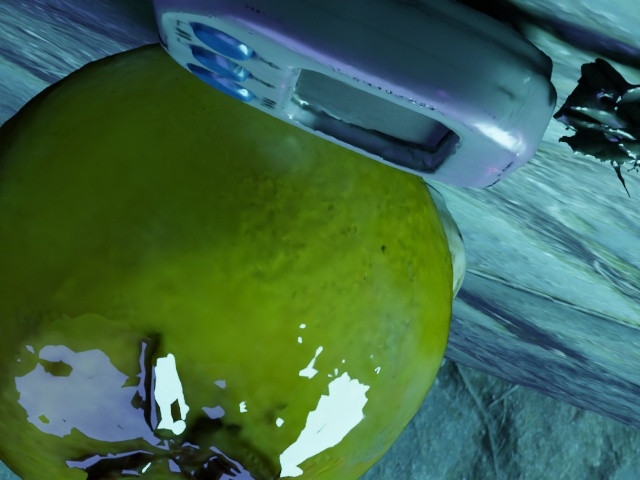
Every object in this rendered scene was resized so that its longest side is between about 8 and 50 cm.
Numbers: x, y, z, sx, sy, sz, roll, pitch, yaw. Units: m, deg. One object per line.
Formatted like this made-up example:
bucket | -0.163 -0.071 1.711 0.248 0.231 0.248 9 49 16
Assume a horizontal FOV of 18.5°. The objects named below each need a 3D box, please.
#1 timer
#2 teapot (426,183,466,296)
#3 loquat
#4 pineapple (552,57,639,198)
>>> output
timer | 0.015 -0.089 0.942 0.191 0.069 0.208 24 173 -2
teapot | 0.000 0.000 1.497 0.298 0.139 0.204 26 176 -33
loquat | -0.083 0.015 1.249 0.328 0.328 0.359 26 -142 -28
pineapple | 0.180 -0.028 0.879 0.159 0.074 0.074 30 175 2
